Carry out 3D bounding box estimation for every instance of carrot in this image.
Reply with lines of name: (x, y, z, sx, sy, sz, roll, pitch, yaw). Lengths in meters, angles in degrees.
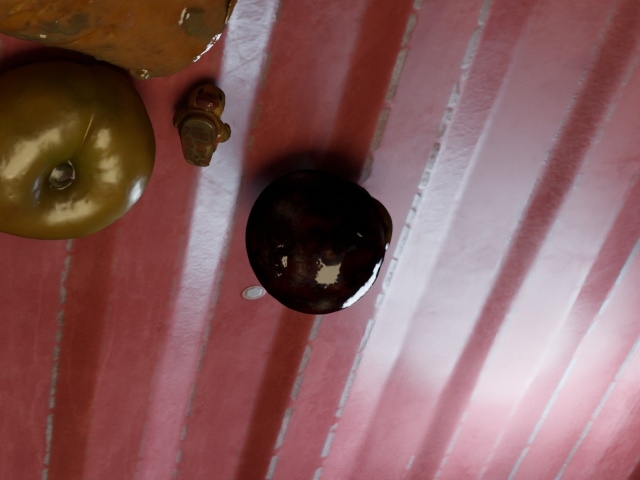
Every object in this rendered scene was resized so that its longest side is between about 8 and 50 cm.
carrot: (-0.262, -0.302, 1.658, 0.224, 0.224, 0.340, -34, 147, 26)

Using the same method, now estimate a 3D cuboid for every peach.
peach: (-0.319, -0.109, 1.975, 0.251, 0.153, 0.251, -16, 134, -17)

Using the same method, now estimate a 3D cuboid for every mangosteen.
mangosteen: (0.000, 0.000, 2.203, 0.209, 0.210, 0.210, -10, 145, -7)

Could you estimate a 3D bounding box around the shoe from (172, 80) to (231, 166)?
shoe: (-0.149, -0.146, 2.051, 0.072, 0.069, 0.109, 4, 140, 16)
